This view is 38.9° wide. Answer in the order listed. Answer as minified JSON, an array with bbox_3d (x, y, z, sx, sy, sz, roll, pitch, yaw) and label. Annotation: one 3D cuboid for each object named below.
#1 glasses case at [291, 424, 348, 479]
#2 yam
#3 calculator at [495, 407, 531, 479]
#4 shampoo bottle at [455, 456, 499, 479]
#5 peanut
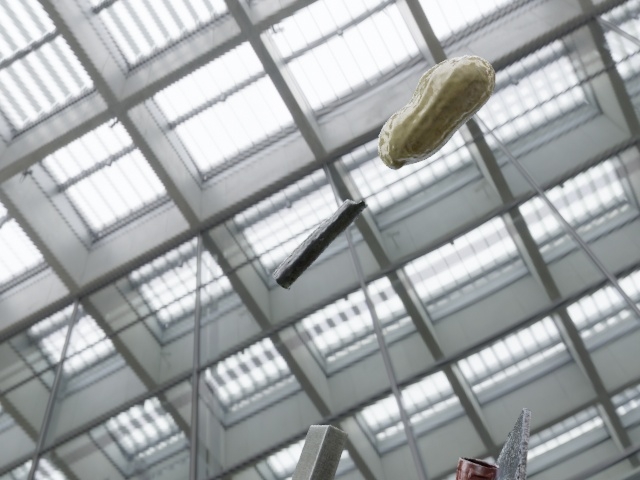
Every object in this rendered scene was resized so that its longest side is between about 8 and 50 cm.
[{"bbox_3d":[-0.017,0.398,1.445,0.047,0.071,0.205,28,-113,-21],"label":"glasses case"},{"bbox_3d":[0.000,0.000,0.980,0.129,0.033,0.027,-45,-103,9],"label":"yam"},{"bbox_3d":[0.324,0.418,1.578,0.021,0.161,0.262,13,-40,5],"label":"calculator"},{"bbox_3d":[0.205,0.446,1.296,0.064,0.102,0.260,11,-93,5],"label":"shampoo bottle"},{"bbox_3d":[0.167,-0.191,1.346,0.098,0.090,0.214,47,-73,11],"label":"peanut"}]
